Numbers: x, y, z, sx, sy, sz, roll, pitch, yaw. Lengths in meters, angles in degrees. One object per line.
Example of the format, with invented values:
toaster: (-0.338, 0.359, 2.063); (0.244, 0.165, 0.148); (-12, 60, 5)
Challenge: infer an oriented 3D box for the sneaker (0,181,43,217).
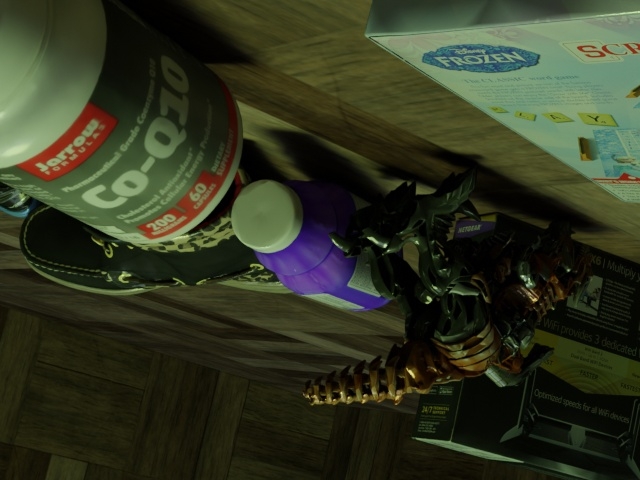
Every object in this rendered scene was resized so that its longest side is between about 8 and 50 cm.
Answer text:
sneaker: (-0.422, -0.086, 1.635); (0.188, 0.067, 0.078); (16, 141, 19)

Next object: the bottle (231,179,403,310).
bottle: (0.000, 0.000, 1.356); (0.092, 0.118, 0.283); (-5, 169, 22)

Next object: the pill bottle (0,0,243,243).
pill bottle: (-0.192, -0.110, 0.987); (0.161, 0.161, 0.283); (6, 167, 29)

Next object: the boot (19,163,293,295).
boot: (-0.199, -0.024, 1.463); (0.377, 0.138, 0.284); (6, 168, 16)

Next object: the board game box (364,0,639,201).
board game box: (0.248, -0.098, 0.796); (0.319, 0.066, 0.318); (3, 165, 43)

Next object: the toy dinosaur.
toy dinosaur: (0.125, 0.055, 1.254); (0.164, 0.218, 0.322); (-19, -168, 42)

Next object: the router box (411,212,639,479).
router box: (0.266, 0.132, 1.441); (0.309, 0.243, 0.081); (19, 167, -25)
